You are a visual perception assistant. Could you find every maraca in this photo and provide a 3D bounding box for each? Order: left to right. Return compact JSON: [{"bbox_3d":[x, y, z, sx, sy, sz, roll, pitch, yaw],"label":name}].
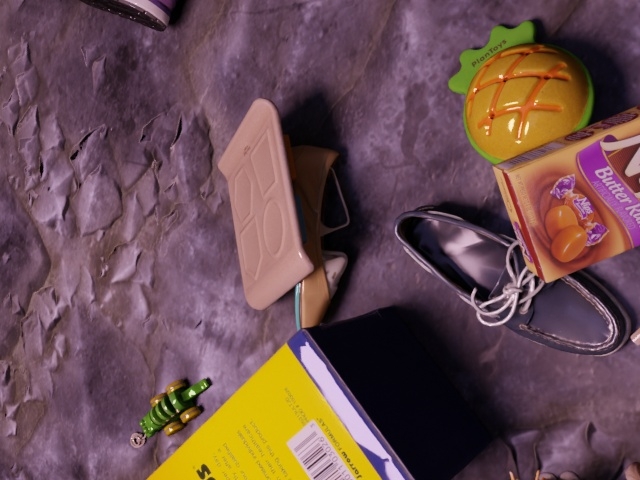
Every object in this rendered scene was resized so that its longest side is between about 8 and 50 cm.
[{"bbox_3d":[0.196,-0.148,0.690,0.127,0.099,0.185,-34,49,18],"label":"maraca"}]

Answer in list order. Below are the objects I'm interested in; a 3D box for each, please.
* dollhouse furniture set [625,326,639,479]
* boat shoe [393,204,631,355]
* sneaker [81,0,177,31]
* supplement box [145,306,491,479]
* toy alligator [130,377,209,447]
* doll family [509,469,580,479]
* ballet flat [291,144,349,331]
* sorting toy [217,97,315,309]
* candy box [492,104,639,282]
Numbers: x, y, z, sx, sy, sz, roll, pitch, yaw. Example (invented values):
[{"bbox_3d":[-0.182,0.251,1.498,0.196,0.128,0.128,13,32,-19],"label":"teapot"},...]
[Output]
[{"bbox_3d":[0.319,0.116,0.527,0.161,0.242,0.212,47,120,22],"label":"dollhouse furniture set"},{"bbox_3d":[0.188,0.037,0.706,0.255,0.079,0.095,37,104,24],"label":"boat shoe"},{"bbox_3d":[-0.300,-0.400,0.996,0.283,0.107,0.124,27,90,24],"label":"sneaker"},{"bbox_3d":[-0.026,0.264,0.776,0.356,0.194,0.195,-46,69,24],"label":"supplement box"},{"bbox_3d":[-0.230,0.253,0.984,0.190,0.051,0.056,-41,71,26],"label":"toy alligator"},{"bbox_3d":[0.168,0.284,0.676,0.263,0.163,0.118,-19,81,30],"label":"doll family"},{"bbox_3d":[0.000,0.000,0.827,0.073,0.080,0.232,-4,92,2],"label":"ballet flat"},{"bbox_3d":[-0.065,-0.037,0.832,0.193,0.038,0.208,-42,60,60],"label":"sorting toy"},{"bbox_3d":[0.261,-0.050,0.611,0.187,0.053,0.109,-23,104,2],"label":"candy box"}]
